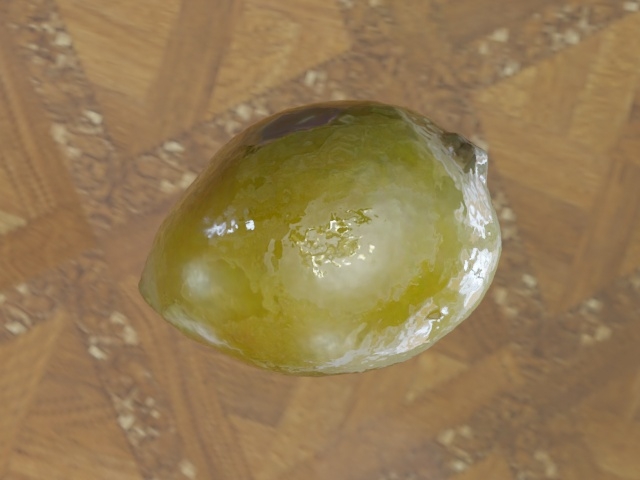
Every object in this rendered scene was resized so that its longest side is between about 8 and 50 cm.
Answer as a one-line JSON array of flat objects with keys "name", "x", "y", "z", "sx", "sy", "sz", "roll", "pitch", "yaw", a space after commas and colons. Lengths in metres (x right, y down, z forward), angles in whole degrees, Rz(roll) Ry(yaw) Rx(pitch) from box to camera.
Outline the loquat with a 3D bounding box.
[{"name": "loquat", "x": 0.000, "y": 0.000, "z": 0.984, "sx": 0.195, "sy": 0.152, "sz": 0.152, "roll": -24, "pitch": 113, "yaw": 5}]
